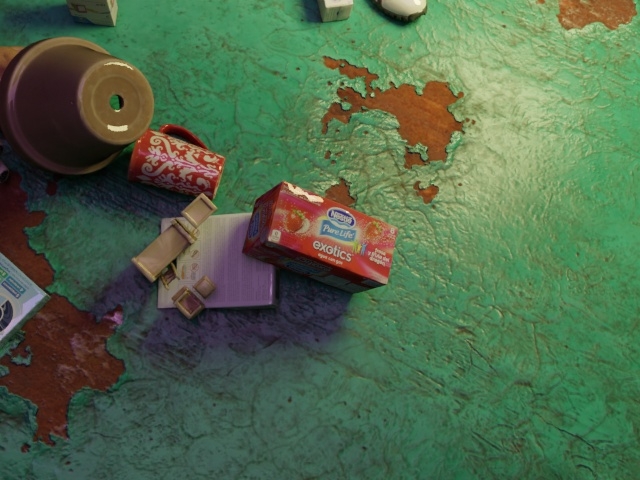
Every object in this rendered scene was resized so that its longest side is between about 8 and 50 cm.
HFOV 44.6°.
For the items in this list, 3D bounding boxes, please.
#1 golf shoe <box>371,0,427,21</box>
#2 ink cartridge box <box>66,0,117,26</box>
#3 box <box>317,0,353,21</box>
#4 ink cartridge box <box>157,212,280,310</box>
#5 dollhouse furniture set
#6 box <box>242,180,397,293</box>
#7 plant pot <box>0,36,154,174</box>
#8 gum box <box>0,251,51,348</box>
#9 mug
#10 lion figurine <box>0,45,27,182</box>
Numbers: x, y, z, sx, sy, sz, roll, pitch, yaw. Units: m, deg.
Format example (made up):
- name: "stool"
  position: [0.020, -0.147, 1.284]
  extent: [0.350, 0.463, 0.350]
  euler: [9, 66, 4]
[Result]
- name: "golf shoe"
  position: [0.139, -0.599, 1.693]
  extent: [0.105, 0.120, 0.273]
  euler: [-34, 82, -15]
- name: "ink cartridge box"
  position: [-0.470, -0.494, 1.596]
  extent: [0.088, 0.122, 0.052]
  euler: [5, 74, -4]
- name: "box"
  position: [0.004, -0.641, 1.717]
  extent: [0.063, 0.067, 0.324]
  euler: [-10, 76, -9]
- name: "ink cartridge box"
  position: [-0.196, 0.042, 1.531]
  extent: [0.232, 0.066, 0.189]
  euler: [-4, 75, 15]
- name: "dollhouse furniture set"
  position: [-0.234, 0.029, 1.485]
  extent: [0.182, 0.101, 0.161]
  euler: [-43, 96, -2]
- name: "box"
  position: [0.000, 0.000, 1.468]
  extent: [0.257, 0.128, 0.122]
  euler: [21, 69, -22]
- name: "plant pot"
  position: [-0.421, -0.248, 1.427]
  extent: [0.263, 0.229, 0.263]
  euler: [-5, 98, -42]
- name: "gum box"
  position: [-0.629, 0.121, 1.457]
  extent: [0.157, 0.041, 0.184]
  euler: [40, 74, 6]
- name: "mug"
  position: [-0.274, -0.163, 1.537]
  extent: [0.169, 0.113, 0.150]
  euler: [17, 76, -5]
- name: "lion figurine"
  position: [-0.659, -0.270, 1.527]
  extent: [0.240, 0.142, 0.392]
  euler: [31, 60, 10]
